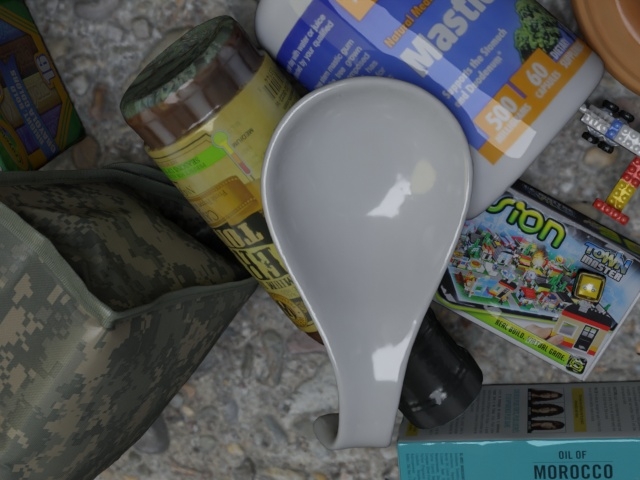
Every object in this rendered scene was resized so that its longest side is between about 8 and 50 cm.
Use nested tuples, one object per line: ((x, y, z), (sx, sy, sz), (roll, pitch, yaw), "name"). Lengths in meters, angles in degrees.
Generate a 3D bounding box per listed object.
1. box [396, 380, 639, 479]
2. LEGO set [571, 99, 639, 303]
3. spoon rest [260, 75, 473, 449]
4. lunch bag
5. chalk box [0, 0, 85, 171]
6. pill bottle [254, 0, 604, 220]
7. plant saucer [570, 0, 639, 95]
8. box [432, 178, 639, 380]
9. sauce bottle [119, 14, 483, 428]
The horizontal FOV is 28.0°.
((0.187, 0.160, 1.013), (0.244, 0.100, 0.060), (-2, 109, 11), "box")
((0.292, -0.033, 0.934), (0.244, 0.060, 0.182), (-15, 92, 9), "LEGO set")
((0.030, 0.026, 0.847), (0.137, 0.084, 0.276), (-3, 115, -7), "spoon rest")
((-0.180, 0.073, 0.959), (0.169, 0.287, 0.235), (41, 109, 16), "lunch bag")
((-0.288, -0.089, 0.950), (0.132, 0.213, 0.132), (-21, 102, 14), "chalk box")
((0.050, -0.154, 0.902), (0.272, 0.152, 0.152), (41, 109, 0), "pill bottle")
((0.275, -0.188, 0.892), (0.200, 0.037, 0.199), (0, 93, 1), "plant saucer")
((0.144, 0.012, 1.006), (0.207, 0.036, 0.114), (28, 110, 0), "box")
((0.000, 0.000, 0.936), (0.111, 0.111, 0.344), (-33, 111, 17), "sauce bottle")
